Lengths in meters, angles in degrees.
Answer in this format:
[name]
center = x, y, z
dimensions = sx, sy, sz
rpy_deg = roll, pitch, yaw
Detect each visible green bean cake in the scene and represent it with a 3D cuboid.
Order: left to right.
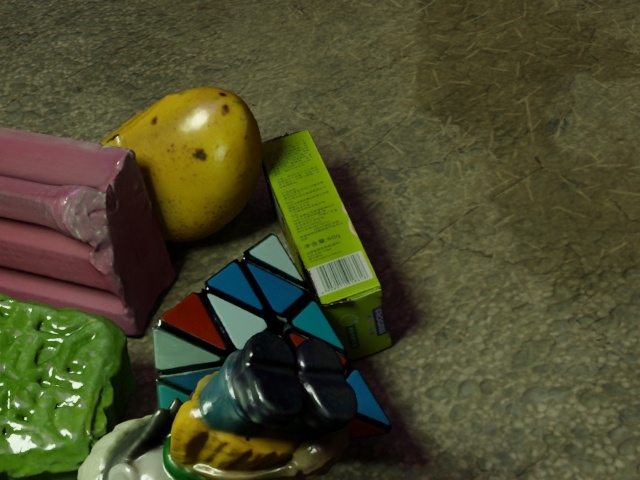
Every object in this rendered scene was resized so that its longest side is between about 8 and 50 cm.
[green bean cake]
center = -0.337, 0.178, 1.202
dimensions = 0.248, 0.125, 0.222
rpy_deg = 10, 50, -5

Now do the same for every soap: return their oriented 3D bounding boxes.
[soap]
center = -0.384, -0.021, 1.385
dimensions = 0.359, 0.233, 0.128
rpy_deg = 10, 47, 23

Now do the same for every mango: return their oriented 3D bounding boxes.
[mango]
center = -0.178, -0.096, 1.408
dimensions = 0.290, 0.191, 0.160
rpy_deg = -30, 21, 45

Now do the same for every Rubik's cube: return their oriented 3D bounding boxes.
[Rubik's cube]
center = -0.076, 0.127, 1.084
dimensions = 0.250, 0.234, 0.284
rpy_deg = 27, 85, 32

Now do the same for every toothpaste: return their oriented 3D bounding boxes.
[toothpaste]
center = 0.000, 0.000, 1.354
dimensions = 0.077, 0.110, 0.327
rpy_deg = -19, 44, -4

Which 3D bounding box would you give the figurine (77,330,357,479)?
[figurine]
center = -0.108, 0.204, 1.038
dimensions = 0.185, 0.332, 0.204
rpy_deg = 13, 29, -36
